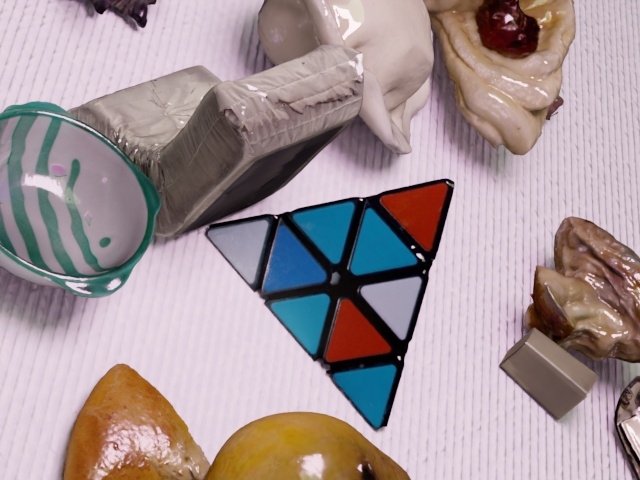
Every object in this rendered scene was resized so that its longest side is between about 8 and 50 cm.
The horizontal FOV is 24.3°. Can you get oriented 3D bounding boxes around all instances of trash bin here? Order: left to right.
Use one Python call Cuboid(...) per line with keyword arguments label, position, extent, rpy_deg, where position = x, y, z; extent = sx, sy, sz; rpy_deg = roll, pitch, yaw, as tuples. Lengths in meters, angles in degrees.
Cuboid(label="trash bin", position=(0.256, 0.148, 1.675), extent=(0.092, 0.061, 0.043), rpy_deg=(41, 44, 1))

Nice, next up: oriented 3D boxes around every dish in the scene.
Cuboid(label="dish", position=(-0.274, -0.026, 1.409), extent=(0.246, 0.078, 0.224), rpy_deg=(0, 58, -37))

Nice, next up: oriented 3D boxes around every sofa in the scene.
Cuboid(label="sofa", position=(-0.102, -0.136, 1.515), extent=(0.210, 0.225, 0.176), rpy_deg=(-26, 79, -42))

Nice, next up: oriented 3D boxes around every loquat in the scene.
Cuboid(label="loquat", position=(-0.008, 0.248, 1.303), extent=(0.213, 0.213, 0.213), rpy_deg=(19, 48, -23))

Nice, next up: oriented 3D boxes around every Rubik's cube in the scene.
Cuboid(label="Rubik's cube", position=(0.000, 0.000, 1.538), extent=(0.234, 0.250, 0.284), rpy_deg=(15, 52, -1))

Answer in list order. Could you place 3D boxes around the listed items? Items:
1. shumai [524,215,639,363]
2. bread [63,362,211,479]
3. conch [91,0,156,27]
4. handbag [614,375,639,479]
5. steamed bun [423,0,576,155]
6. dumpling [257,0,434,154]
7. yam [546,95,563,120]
Cuboid(label="shumai", position=(0.309, 0.078, 1.722), extent=(0.153, 0.161, 0.209), rpy_deg=(-29, 72, -23))
Cuboid(label="bread", position=(-0.170, 0.172, 1.355), extent=(0.154, 0.054, 0.136), rpy_deg=(6, 52, -36))
Cuboid(label="conch", position=(-0.238, -0.393, 1.659), extent=(0.241, 0.186, 0.313), rpy_deg=(-9, 80, -10))
Cuboid(label="handbag", position=(0.536, 0.230, 1.749), extent=(0.358, 0.160, 0.236), rpy_deg=(-8, 58, -41))
Cuboid(label="steamed bun", position=(0.221, -0.334, 1.868), extent=(0.247, 0.189, 0.428), rpy_deg=(24, 43, -10))
Cuboid(label="dumpling", position=(0.035, -0.207, 1.718), extent=(0.318, 0.187, 0.242), rpy_deg=(-15, 89, -67))
Cuboid(label="yam", position=(0.219, -0.259, 1.970), extent=(0.264, 0.046, 0.046), rpy_deg=(43, 43, -1))
